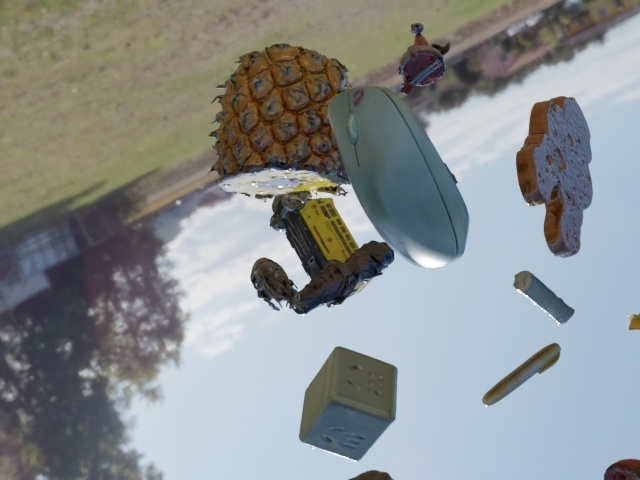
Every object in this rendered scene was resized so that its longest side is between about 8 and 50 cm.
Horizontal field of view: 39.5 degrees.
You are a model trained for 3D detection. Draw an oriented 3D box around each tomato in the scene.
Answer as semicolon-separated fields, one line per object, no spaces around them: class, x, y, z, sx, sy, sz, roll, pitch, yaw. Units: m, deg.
tomato;0.799;0.621;2.185;0.099;0.173;0.189;-19;-151;-27

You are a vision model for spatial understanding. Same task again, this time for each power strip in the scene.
power strip;0.043;0.337;1.747;0.139;0.140;0.224;-83;-163;-47

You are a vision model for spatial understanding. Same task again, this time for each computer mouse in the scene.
computer mouse;0.101;-0.078;1.253;0.097;0.288;0.159;-44;-159;-26

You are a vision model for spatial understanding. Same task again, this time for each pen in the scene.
pen;0.381;0.253;1.667;0.233;0.040;0.032;-28;155;-36

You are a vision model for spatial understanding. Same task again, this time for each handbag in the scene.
handbag;0.568;0.135;1.509;0.083;0.027;0.061;-3;178;-38

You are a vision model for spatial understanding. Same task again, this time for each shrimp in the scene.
shrimp;-0.066;0.073;1.338;0.056;0.065;0.165;-7;-151;-22

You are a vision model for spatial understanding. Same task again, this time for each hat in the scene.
hat;0.274;-0.523;2.484;0.140;0.128;0.228;122;-24;-44

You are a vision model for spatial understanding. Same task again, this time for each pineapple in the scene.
pineapple;-0.073;-0.245;1.917;0.352;0.300;0.352;3;165;1

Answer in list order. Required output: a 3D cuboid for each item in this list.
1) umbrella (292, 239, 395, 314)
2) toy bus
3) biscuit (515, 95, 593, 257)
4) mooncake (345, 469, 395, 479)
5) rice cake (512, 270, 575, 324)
umbrella;0.058;0.088;2.121;0.094;0.090;0.326;6;-152;46
toy bus;0.000;0.000;2.346;0.152;0.330;0.144;-22;164;-28
biscuit;0.390;-0.123;1.470;0.047;0.202;0.334;-15;-150;35
mooncake;0.121;0.795;2.523;0.306;0.154;0.306;-40;-163;15
rice cake;0.553;0.141;2.196;0.057;0.256;0.052;-39;-134;18
